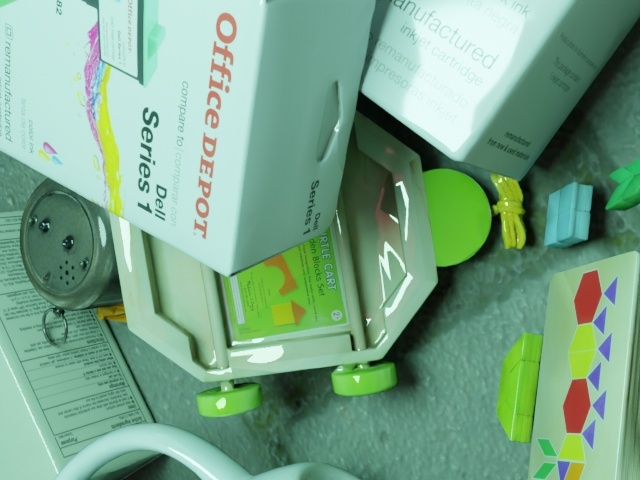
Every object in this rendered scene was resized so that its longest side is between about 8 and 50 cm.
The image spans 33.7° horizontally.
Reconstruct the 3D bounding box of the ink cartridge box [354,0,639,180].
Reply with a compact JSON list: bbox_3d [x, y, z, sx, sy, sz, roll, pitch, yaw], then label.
[{"bbox_3d":[0.130,-0.287,0.772,0.285,0.166,0.395,39,104,21],"label":"ink cartridge box"}]

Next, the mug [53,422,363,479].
[{"bbox_3d":[-0.093,0.325,0.895,0.374,0.276,0.328,44,104,14],"label":"mug"}]

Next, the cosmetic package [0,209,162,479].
[{"bbox_3d":[-0.304,0.127,1.083,0.129,0.153,0.296,-36,74,29],"label":"cosmetic package"}]

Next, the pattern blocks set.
[{"bbox_3d":[0.192,0.106,0.751,0.026,0.285,0.324,11,87,-11],"label":"pattern blocks set"}]

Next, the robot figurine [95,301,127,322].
[{"bbox_3d":[-0.142,-0.059,1.014,0.211,0.085,0.291,8,98,29],"label":"robot figurine"}]

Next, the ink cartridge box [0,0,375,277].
[{"bbox_3d":[-0.118,-0.127,0.759,0.278,0.117,0.201,27,123,28],"label":"ink cartridge box"}]

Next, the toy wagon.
[{"bbox_3d":[0.000,0.000,0.899,0.344,0.068,0.267,-9,93,3],"label":"toy wagon"}]

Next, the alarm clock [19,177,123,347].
[{"bbox_3d":[-0.231,0.018,0.994,0.129,0.064,0.192,33,114,29],"label":"alarm clock"}]
